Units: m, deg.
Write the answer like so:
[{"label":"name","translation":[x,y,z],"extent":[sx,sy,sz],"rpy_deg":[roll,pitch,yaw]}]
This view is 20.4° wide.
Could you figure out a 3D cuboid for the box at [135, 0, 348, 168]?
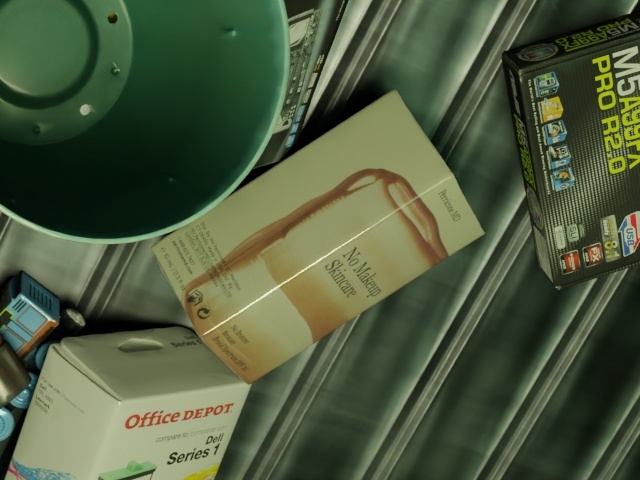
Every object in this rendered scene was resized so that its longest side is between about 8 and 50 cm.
[{"label":"box","translation":[-0.060,-0.212,1.660],"extent":[0.076,0.242,0.307],"rpy_deg":[28,110,18]}]

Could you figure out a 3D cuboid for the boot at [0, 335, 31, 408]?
[{"label":"boot","translation":[-0.467,0.101,1.753],"extent":[0.264,0.096,0.280],"rpy_deg":[-34,101,16]}]

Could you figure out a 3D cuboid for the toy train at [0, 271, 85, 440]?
[{"label":"toy train","translation":[-0.328,0.125,1.839],"extent":[0.105,0.080,0.184],"rpy_deg":[41,102,-18]}]

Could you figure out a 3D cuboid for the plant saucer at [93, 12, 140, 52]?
[{"label":"plant saucer","translation":[-0.280,-0.281,1.567],"extent":[0.333,0.081,0.333],"rpy_deg":[-10,101,-23]}]

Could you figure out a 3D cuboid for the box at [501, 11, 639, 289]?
[{"label":"box","translation":[0.323,-0.102,1.906],"extent":[0.216,0.060,0.270],"rpy_deg":[-16,118,-6]}]

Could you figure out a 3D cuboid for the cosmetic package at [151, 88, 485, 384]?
[{"label":"cosmetic package","translation":[0.000,0.000,1.804],"extent":[0.296,0.129,0.153],"rpy_deg":[-34,149,3]}]

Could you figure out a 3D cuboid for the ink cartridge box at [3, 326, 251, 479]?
[{"label":"ink cartridge box","translation":[-0.215,0.242,1.853],"extent":[0.201,0.117,0.278],"rpy_deg":[-4,121,-51]}]

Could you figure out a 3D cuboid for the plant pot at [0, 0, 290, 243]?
[{"label":"plant pot","translation":[-0.203,-0.158,1.445],"extent":[0.293,0.235,0.293],"rpy_deg":[-4,99,-23]}]
